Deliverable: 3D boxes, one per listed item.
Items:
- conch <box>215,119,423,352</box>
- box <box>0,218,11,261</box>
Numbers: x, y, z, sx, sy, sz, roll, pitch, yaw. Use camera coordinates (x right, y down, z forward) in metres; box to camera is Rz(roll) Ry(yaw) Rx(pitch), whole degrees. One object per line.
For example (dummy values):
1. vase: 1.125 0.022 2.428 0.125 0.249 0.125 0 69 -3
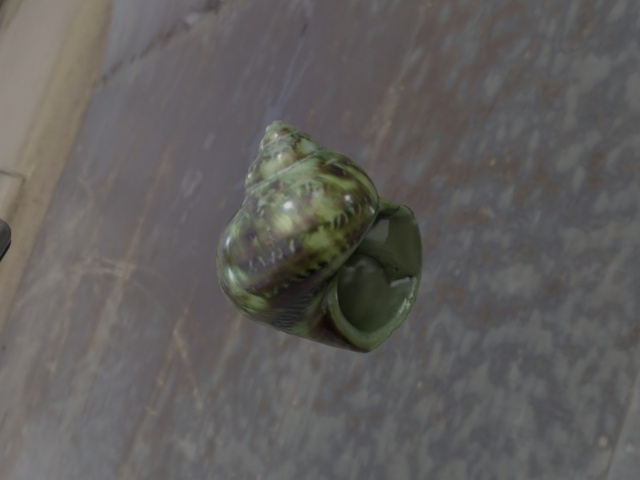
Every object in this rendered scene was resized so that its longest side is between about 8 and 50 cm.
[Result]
1. conch: -0.002 -0.002 0.824 0.124 0.187 0.181 34 130 34
2. box: -0.373 0.068 0.878 0.243 0.103 0.055 -64 11 -24
